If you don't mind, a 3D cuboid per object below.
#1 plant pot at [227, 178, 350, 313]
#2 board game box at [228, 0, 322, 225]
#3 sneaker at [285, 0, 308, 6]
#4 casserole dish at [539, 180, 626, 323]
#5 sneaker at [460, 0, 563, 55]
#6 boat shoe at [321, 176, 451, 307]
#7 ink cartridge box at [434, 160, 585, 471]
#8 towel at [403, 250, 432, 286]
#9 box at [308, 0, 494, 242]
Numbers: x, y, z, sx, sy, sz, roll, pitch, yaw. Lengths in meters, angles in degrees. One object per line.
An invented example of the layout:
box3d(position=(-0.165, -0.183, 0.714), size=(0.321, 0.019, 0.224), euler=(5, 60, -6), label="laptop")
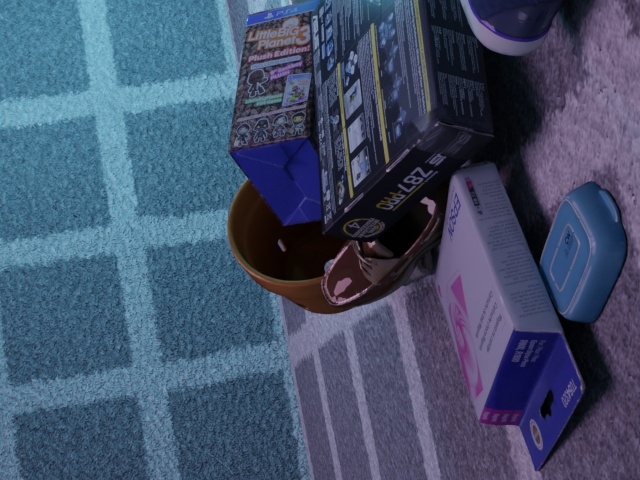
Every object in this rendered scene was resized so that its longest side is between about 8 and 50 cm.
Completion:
box3d(position=(0.000, 0.000, 1.786), size=(0.203, 0.290, 0.291), euler=(63, -171, -55), label="plant pot")
box3d(position=(-0.031, -0.212, 1.659), size=(0.232, 0.141, 0.291), euler=(56, -148, -51), label="board game box")
box3d(position=(-0.004, -0.450, 2.076), size=(0.151, 0.094, 0.256), euler=(-151, 44, -82), label="sneaker")
box3d(position=(0.297, 0.018, 1.139), size=(0.188, 0.037, 0.114), euler=(97, 160, -49), label="casserole dish")
box3d(position=(0.195, -0.388, 1.079), size=(0.236, 0.130, 0.323), euler=(99, 156, -55), label="sneaker")
box3d(position=(0.099, -0.002, 1.502), size=(0.324, 0.116, 0.123), euler=(-45, 66, 33), label="boat shoe")
box3d(position=(0.238, 0.117, 1.334), size=(0.324, 0.071, 0.330), euler=(88, 169, -59), label="ink cartridge box")
box3d(position=(0.141, -0.063, 1.771), size=(0.187, 0.049, 0.282), euler=(130, 130, -80), label="towel")
box3d(position=(0.095, -0.240, 1.382), size=(0.318, 0.097, 0.395), euler=(134, 139, -53), label="box")
